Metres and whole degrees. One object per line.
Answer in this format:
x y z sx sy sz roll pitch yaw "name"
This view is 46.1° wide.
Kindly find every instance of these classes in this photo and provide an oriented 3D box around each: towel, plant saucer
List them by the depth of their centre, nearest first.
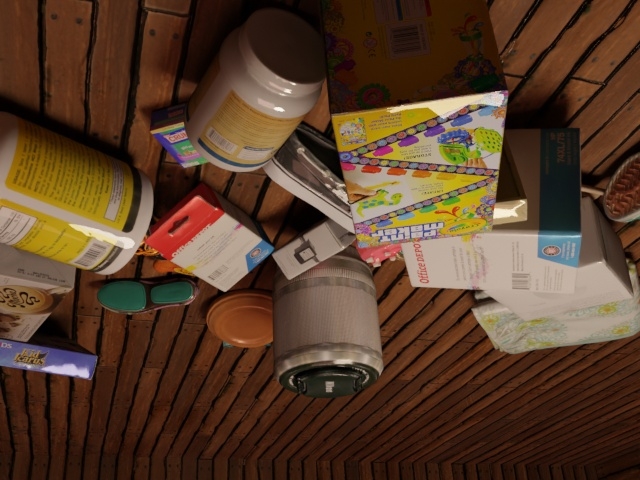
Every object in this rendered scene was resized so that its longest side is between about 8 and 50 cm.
-0.167 0.190 1.755 0.199 0.037 0.200 -2 136 -2 "plant saucer"
0.570 0.170 1.795 0.374 0.090 0.320 -15 149 19 "towel"

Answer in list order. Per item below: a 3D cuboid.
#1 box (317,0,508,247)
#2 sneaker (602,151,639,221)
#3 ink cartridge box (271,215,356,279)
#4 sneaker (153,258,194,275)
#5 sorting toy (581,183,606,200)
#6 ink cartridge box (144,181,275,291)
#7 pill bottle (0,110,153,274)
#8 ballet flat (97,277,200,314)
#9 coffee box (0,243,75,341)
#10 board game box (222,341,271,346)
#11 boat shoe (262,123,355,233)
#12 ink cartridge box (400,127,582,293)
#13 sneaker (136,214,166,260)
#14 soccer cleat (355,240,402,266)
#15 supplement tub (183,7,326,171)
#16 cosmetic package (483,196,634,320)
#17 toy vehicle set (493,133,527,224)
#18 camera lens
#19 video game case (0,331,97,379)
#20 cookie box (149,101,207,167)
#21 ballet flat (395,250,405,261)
0.103 -0.189 0.905 0.177 0.290 0.279 -7 151 5 "box"
0.611 -0.123 1.249 0.121 0.108 0.302 12 141 -25 "sneaker"
0.000 0.000 1.406 0.150 0.063 0.109 -31 -175 38 "ink cartridge box"
-0.257 0.044 1.505 0.175 0.067 0.064 -10 152 15 "sneaker"
0.396 -0.069 1.412 0.193 0.038 0.208 9 153 -21 "sorting toy"
-0.206 -0.012 1.355 0.134 0.078 0.231 -40 140 9 "ink cartridge box"
-0.441 -0.080 1.142 0.334 0.188 0.188 24 140 -39 "pill bottle"
-0.368 0.120 1.634 0.221 0.077 0.079 -6 170 3 "ballet flat"
-0.614 0.086 1.486 0.168 0.119 0.297 16 145 -32 "coffee box"
-0.184 0.218 1.861 0.126 0.026 0.186 -1 151 -5 "board game box"
0.053 -0.099 1.245 0.306 0.113 0.105 32 131 -23 "boat shoe"
0.275 -0.046 1.218 0.270 0.197 0.198 2 151 15 "ink cartridge box"
-0.330 -0.008 1.390 0.084 0.083 0.215 -12 151 12 "sneaker"
0.179 -0.032 1.408 0.248 0.095 0.083 -23 159 16 "soccer cleat"
-0.086 -0.199 1.013 0.144 0.144 0.199 13 147 -27 "supplement tub"
0.450 0.044 1.446 0.224 0.138 0.224 -17 150 29 "cosmetic package"
0.190 -0.110 1.087 0.165 0.267 0.035 -6 127 7 "toy vehicle set"
0.011 0.170 1.543 0.219 0.274 0.219 -2 150 -1 "camera lens"
-0.677 0.246 1.712 0.269 0.061 0.244 17 173 -32 "video game case"
-0.198 -0.165 1.167 0.091 0.040 0.107 -12 149 16 "cookie box"
0.217 0.023 1.537 0.206 0.073 0.067 19 171 -29 "ballet flat"
